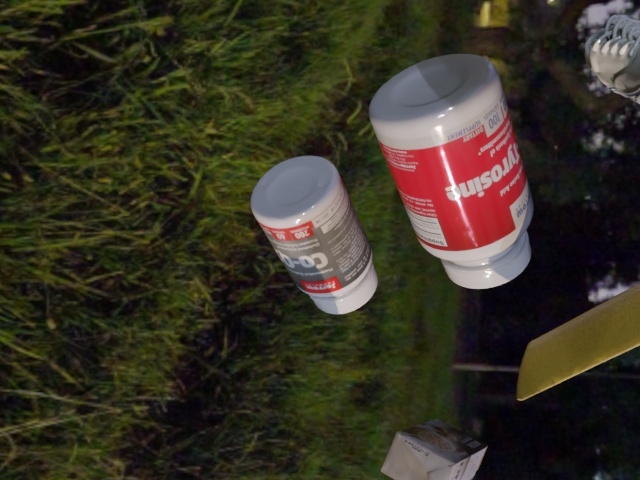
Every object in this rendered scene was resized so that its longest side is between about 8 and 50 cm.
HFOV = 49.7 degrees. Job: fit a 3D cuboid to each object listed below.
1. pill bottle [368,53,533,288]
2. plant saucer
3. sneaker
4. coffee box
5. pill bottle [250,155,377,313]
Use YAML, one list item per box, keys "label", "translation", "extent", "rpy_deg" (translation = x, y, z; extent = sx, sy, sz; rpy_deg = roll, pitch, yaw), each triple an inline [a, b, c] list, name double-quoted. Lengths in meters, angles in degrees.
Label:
- label: "pill bottle"
  translation: [0.258, -0.112, 1.270]
  extent: [0.229, 0.229, 0.407]
  rpy_deg: [-73, 144, -47]
- label: "plant saucer"
  translation: [0.512, 0.134, 1.172]
  extent: [0.333, 0.333, 0.081]
  rpy_deg: [-13, 68, -46]
- label: "sneaker"
  translation: [0.354, -0.210, 0.784]
  extent: [0.094, 0.091, 0.258]
  rpy_deg: [-56, 180, 11]
- label: "coffee box"
  translation: [0.254, 0.475, 1.508]
  extent: [0.246, 0.141, 0.098]
  rpy_deg: [14, 99, -60]
- label: "pill bottle"
  translation: [0.000, 0.000, 1.246]
  extent: [0.283, 0.161, 0.161]
  rpy_deg: [62, 30, -43]
